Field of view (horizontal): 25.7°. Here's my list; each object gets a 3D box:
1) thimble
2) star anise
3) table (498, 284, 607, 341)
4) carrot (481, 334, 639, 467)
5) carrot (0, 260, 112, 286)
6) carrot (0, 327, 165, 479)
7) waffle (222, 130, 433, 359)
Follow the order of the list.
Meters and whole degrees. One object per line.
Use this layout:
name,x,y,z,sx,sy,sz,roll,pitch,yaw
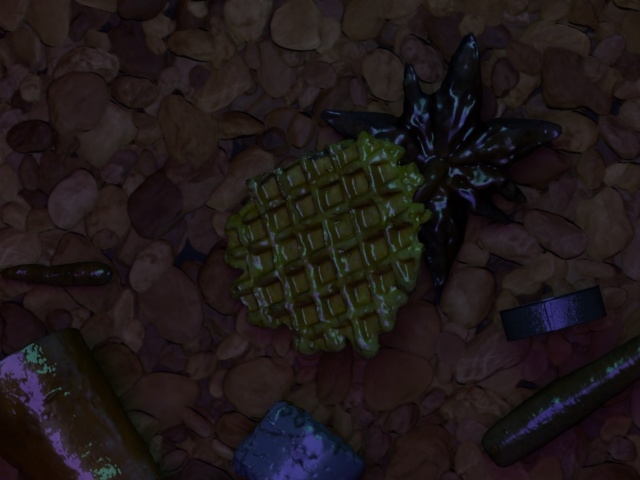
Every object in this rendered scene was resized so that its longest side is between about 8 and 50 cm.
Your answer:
thimble,-0.030,0.292,1.840,0.151,0.127,0.118,38,90,14
star anise,0.150,-0.094,1.857,0.349,0.109,0.292,-25,80,11
table,0.300,0.094,1.807,0.133,0.133,0.043,-15,85,7
carrot,0.355,0.185,1.808,0.342,0.070,0.070,-36,81,13
carrot,-0.370,0.048,1.958,0.165,0.035,0.036,-2,85,10
carrot,-0.334,0.268,1.858,0.196,0.196,0.254,-37,81,4
waffle,0.002,0.000,1.842,0.312,0.060,0.307,17,99,30
